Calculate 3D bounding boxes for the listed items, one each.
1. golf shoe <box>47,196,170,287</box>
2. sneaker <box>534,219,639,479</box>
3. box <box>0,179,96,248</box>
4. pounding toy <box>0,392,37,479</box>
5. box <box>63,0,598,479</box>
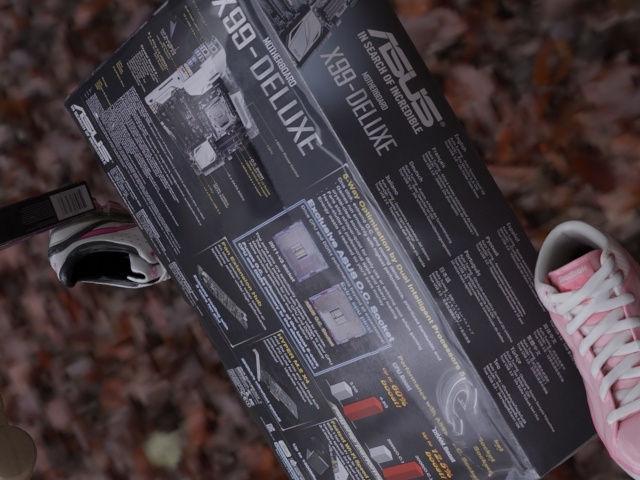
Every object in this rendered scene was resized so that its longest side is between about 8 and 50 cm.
[{"bbox_3d":[-0.129,0.010,1.367,0.086,0.186,0.067,-102,10,-50],"label":"golf shoe"},{"bbox_3d":[0.133,0.047,0.774,0.051,0.070,0.134,-28,47,20],"label":"sneaker"},{"bbox_3d":[-0.257,0.003,1.211,0.162,0.116,0.029,-19,94,36],"label":"box"},{"bbox_3d":[-0.259,0.099,0.965,0.206,0.181,0.094,29,150,3],"label":"pounding toy"},{"bbox_3d":[0.000,0.000,0.925,0.307,0.076,0.242,59,149,-1],"label":"box"}]
